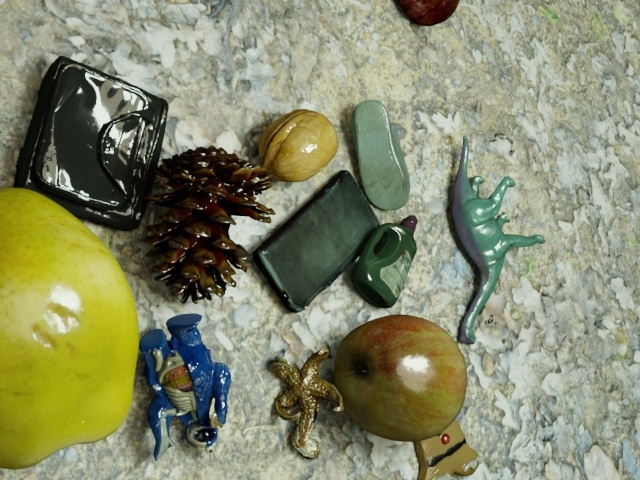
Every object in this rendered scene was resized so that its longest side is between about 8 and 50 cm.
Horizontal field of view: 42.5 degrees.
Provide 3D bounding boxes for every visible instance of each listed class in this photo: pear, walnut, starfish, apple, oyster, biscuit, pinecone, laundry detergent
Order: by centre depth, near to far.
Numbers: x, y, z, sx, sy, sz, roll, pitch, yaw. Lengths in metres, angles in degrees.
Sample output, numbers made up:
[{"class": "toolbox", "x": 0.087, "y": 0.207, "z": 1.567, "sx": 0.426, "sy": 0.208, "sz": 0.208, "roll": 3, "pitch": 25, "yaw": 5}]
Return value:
[{"class": "pear", "x": -0.456, "y": 0.126, "z": 1.226, "sx": 0.362, "sy": 0.362, "sz": 0.419, "roll": -24, "pitch": 94, "yaw": -33}, {"class": "pinecone", "x": -0.205, "y": -0.025, "z": 1.494, "sx": 0.246, "sy": 0.246, "sz": 0.292, "roll": 10, "pitch": 92, "yaw": -31}, {"class": "starfish", "x": -0.023, "y": 0.304, "z": 1.604, "sx": 0.074, "sy": 0.146, "sz": 0.190, "roll": 25, "pitch": 59, "yaw": -74}, {"class": "oyster", "x": -0.030, "y": 0.406, "z": 1.646, "sx": 0.083, "sy": 0.019, "sz": 0.054, "roll": 48, "pitch": 58, "yaw": -14}, {"class": "apple", "x": 0.156, "y": 0.272, "z": 1.647, "sx": 0.233, "sy": 0.256, "sz": 0.257, "roll": 18, "pitch": 71, "yaw": -45}, {"class": "walnut", "x": -0.045, "y": -0.191, "z": 1.677, "sx": 0.180, "sy": 0.144, "sz": 0.144, "roll": -32, "pitch": 98, "yaw": -25}, {"class": "laundry detergent", "x": 0.152, "y": 0.027, "z": 1.793, "sx": 0.144, "sy": 0.078, "sz": 0.222, "roll": 46, "pitch": 61, "yaw": -36}, {"class": "biscuit", "x": 0.247, "y": 0.397, "z": 1.810, "sx": 0.196, "sy": 0.049, "sz": 0.302, "roll": -19, "pitch": 91, "yaw": -36}]

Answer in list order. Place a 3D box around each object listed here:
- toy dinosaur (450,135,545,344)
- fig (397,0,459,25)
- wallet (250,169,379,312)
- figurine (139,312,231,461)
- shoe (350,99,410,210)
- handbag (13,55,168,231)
[{"class": "toy dinosaur", "x": 0.340, "y": 0.003, "z": 1.924, "sx": 0.331, "sy": 0.129, "sz": 0.383, "roll": -42, "pitch": 103, "yaw": -22}, {"class": "fig", "x": 0.268, "y": -0.579, "z": 1.942, "sx": 0.148, "sy": 0.202, "sz": 0.149, "roll": -33, "pitch": 135, "yaw": -19}, {"class": "wallet", "x": 0.000, "y": 0.000, "z": 1.722, "sx": 0.318, "sy": 0.045, "sz": 0.172, "roll": -46, "pitch": 111, "yaw": -35}, {"class": "figurine", "x": -0.246, "y": 0.262, "z": 1.487, "sx": 0.164, "sy": 0.120, "sz": 0.263, "roll": -10, "pitch": 103, "yaw": -27}, {"class": "shoe", "x": 0.134, "y": -0.193, "z": 1.829, "sx": 0.100, "sy": 0.103, "sz": 0.251, "roll": -65, "pitch": 141, "yaw": -72}, {"class": "handbag", "x": -0.402, "y": -0.174, "z": 1.483, "sx": 0.244, "sy": 0.088, "sz": 0.275, "roll": 21, "pitch": 69, "yaw": -32}]
